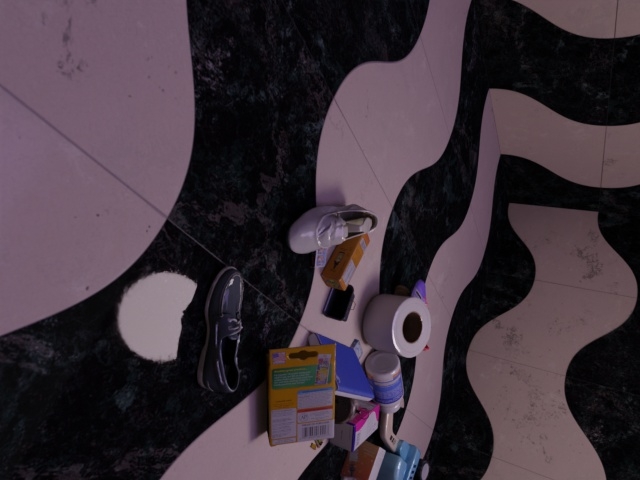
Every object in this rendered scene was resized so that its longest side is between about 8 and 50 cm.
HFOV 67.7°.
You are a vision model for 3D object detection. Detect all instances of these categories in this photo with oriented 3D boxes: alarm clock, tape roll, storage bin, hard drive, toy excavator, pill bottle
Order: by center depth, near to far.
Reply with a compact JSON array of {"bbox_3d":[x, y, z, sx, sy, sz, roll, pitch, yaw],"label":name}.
[{"bbox_3d":[0.079,0.456,1.699,0.318,0.040,0.210,38,23,-55],"label":"hard drive"},{"bbox_3d":[0.082,0.229,1.719,0.091,0.098,0.135,51,56,-63],"label":"storage bin"},{"bbox_3d":[0.086,0.602,1.726,0.064,0.192,0.129,35,68,-67],"label":"alarm clock"},{"bbox_3d":[0.319,0.349,1.980,0.246,0.169,0.246,0,89,-38],"label":"tape roll"},{"bbox_3d":[0.284,0.626,2.087,0.152,0.152,0.272,-45,134,-43],"label":"pill bottle"},{"bbox_3d":[0.344,0.997,2.261,0.445,0.222,0.433,56,50,-37],"label":"toy excavator"}]

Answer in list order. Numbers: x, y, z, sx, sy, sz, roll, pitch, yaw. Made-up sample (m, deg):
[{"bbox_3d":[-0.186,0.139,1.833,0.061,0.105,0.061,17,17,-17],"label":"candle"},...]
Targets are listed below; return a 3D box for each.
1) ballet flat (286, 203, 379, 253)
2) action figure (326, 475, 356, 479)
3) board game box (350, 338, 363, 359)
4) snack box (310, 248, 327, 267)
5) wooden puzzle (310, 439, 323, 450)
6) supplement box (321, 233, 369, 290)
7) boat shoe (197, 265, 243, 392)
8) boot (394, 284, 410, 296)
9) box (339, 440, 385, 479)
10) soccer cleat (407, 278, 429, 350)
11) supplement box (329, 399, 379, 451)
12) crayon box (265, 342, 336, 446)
[{"bbox_3d":[0.059,-0.046,1.520,0.400,0.139,0.139,-18,114,-52],"label":"ballet flat"},{"bbox_3d":[-0.028,1.047,1.761,0.330,0.178,0.341,-7,131,-50],"label":"action figure"},{"bbox_3d":[0.139,0.463,1.934,0.090,0.020,0.090,-54,140,-36],"label":"board game box"},{"bbox_3d":[0.000,0.000,1.582,0.064,0.022,0.178,-3,101,-57],"label":"snack box"},{"bbox_3d":[0.004,0.742,1.804,0.116,0.014,0.078,-56,141,-34],"label":"wooden puzzle"},{"bbox_3d":[0.093,0.061,1.695,0.233,0.078,0.080,-58,145,-30],"label":"supplement box"},{"bbox_3d":[-0.229,0.228,1.209,0.116,0.099,0.319,10,90,-58],"label":"boat shoe"},{"bbox_3d":[0.345,0.356,2.168,0.203,0.095,0.262,-40,133,-44],"label":"boot"},{"bbox_3d":[0.181,0.949,2.033,0.170,0.130,0.091,-65,146,-23],"label":"box"},{"bbox_3d":[0.448,0.333,2.123,0.108,0.116,0.318,5,93,-49],"label":"soccer cleat"},{"bbox_3d":[0.141,0.738,1.928,0.220,0.114,0.111,-9,105,-56],"label":"supplement box"},{"bbox_3d":[-0.061,0.451,1.451,0.203,0.083,0.323,-2,106,-13],"label":"crayon box"}]
